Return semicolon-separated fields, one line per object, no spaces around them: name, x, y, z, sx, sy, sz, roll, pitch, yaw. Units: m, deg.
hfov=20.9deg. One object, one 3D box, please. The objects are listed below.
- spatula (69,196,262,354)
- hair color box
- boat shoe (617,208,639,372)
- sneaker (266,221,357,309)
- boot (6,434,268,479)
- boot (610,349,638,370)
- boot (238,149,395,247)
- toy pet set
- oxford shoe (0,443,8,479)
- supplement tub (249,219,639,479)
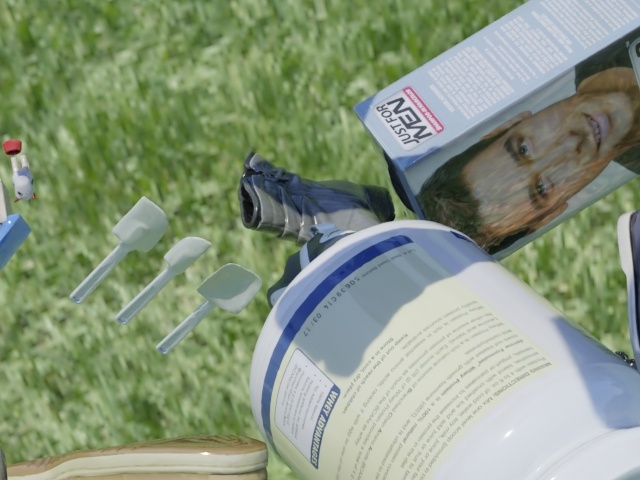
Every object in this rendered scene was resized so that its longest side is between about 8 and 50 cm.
spatula;-0.181;0.053;1.960;0.168;0.242;0.019;32;50;-13
hair color box;0.238;-0.135;1.654;0.374;0.185;0.113;-31;46;-2
boat shoe;0.293;0.061;1.415;0.065;0.075;0.206;-22;59;29
sneaker;0.017;0.090;1.535;0.094;0.235;0.153;-16;26;-18
boot;-0.133;0.235;1.115;0.262;0.095;0.203;-15;79;28
boot;0.267;0.157;1.743;0.121;0.045;0.099;6;63;57
boot;0.000;0.000;1.666;0.161;0.083;0.246;14;23;-19
toy pet set;-0.278;-0.019;1.358;0.122;0.114;0.065;-12;72;0
oxford shoe;-0.292;0.225;1.089;0.348;0.123;0.130;-29;41;38
supplement tub;0.119;0.153;1.300;0.235;0.235;0.325;-32;43;-16
